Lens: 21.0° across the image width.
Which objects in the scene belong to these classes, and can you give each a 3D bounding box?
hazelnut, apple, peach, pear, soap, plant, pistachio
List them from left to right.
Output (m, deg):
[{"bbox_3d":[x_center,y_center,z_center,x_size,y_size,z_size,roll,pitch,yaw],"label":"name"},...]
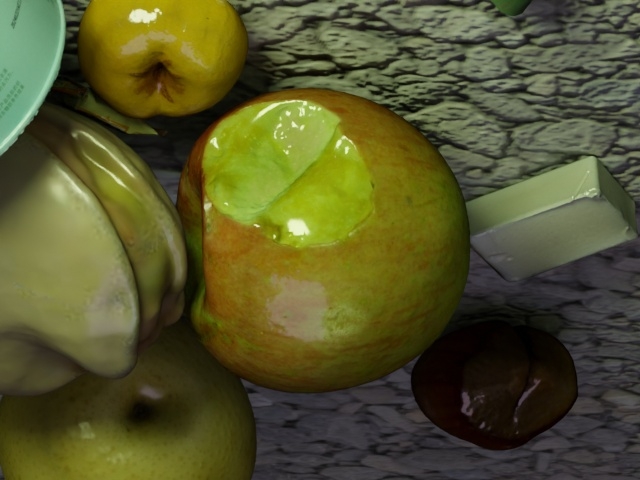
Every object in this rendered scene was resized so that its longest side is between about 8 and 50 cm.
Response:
[{"bbox_3d":[-0.342,0.003,1.869,0.445,0.281,0.365,12,128,29],"label":"pistachio"},{"bbox_3d":[-0.252,0.257,2.247,0.348,0.348,0.348,0,146,0],"label":"pear"},{"bbox_3d":[-0.163,-0.196,1.783,0.179,0.103,0.179,0,142,0],"label":"peach"},{"bbox_3d":[0.000,0.000,1.882,0.339,0.340,0.339,0,146,0],"label":"apple"},{"bbox_3d":[0.229,0.189,2.312,0.212,0.181,0.181,12,115,-19],"label":"hazelnut"},{"bbox_3d":[0.209,-0.272,1.723,0.051,0.051,0.102,13,139,-19],"label":"plant"},{"bbox_3d":[0.276,-0.022,2.078,0.183,0.064,0.121,-20,140,26],"label":"soap"}]

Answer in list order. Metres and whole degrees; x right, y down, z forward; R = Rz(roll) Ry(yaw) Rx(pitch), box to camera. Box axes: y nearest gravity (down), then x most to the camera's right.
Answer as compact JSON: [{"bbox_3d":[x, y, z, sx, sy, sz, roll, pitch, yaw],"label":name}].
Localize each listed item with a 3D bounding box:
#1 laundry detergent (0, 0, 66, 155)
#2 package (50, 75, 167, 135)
[{"bbox_3d":[-0.432,-0.231,1.566,0.287,0.287,0.305,-16,143,22],"label":"laundry detergent"},{"bbox_3d":[-0.239,-0.144,1.878,0.120,0.031,0.108,25,179,-33],"label":"package"}]
